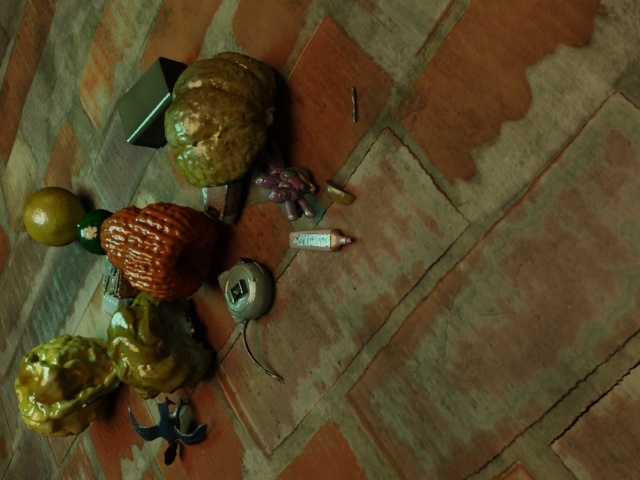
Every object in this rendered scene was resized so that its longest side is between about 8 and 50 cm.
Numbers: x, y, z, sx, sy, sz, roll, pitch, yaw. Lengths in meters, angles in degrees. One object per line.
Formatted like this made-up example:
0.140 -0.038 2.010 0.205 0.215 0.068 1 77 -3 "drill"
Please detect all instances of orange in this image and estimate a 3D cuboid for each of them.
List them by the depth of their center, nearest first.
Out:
-0.261 -0.307 1.492 0.271 0.210 0.368 -10 62 42 "orange"
-0.967 -0.086 2.244 0.236 0.236 0.236 -1 89 44 "orange"

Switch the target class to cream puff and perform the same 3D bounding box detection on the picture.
-0.484 0.314 1.735 0.270 0.274 0.323 -45 56 23 "cream puff"

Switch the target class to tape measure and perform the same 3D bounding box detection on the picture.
-0.163 0.200 1.553 0.164 0.084 0.330 -46 58 38 "tape measure"

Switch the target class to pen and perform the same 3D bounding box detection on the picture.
0.000 0.000 1.433 0.197 0.032 0.053 -1 88 46 "pen"

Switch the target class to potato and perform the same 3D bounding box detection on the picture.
0.033 -0.106 1.399 0.093 0.036 0.037 37 111 37 "potato"

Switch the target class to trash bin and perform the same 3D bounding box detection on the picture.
-0.490 -0.411 1.855 0.241 0.122 0.164 -33 67 36 "trash bin"

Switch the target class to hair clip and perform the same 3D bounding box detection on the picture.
-0.102 -0.153 1.474 0.278 0.137 0.090 50 136 42 "hair clip"

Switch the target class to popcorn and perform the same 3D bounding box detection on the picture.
-0.824 0.481 2.068 0.382 0.349 0.348 -11 81 18 "popcorn"

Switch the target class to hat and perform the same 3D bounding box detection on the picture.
-0.488 -0.019 1.678 0.401 0.285 0.285 27 110 17 "hat"

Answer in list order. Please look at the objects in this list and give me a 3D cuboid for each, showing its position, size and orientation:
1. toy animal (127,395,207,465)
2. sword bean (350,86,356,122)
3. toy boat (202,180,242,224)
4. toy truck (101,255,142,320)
-0.429 0.542 1.766 0.239 0.255 0.176 3 62 7 "toy animal"
0.075 -0.305 1.380 0.012 0.012 0.083 -6 84 44 "sword bean"
-0.255 -0.163 1.665 0.155 0.085 0.227 25 118 50 "toy boat"
-0.586 0.116 1.907 0.136 0.162 0.305 19 102 42 "toy truck"
